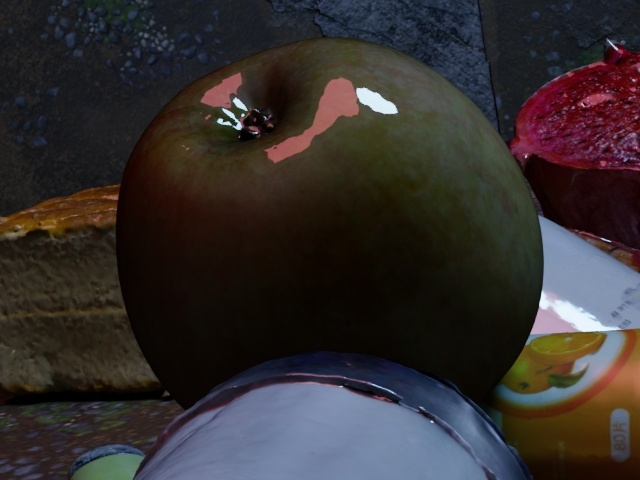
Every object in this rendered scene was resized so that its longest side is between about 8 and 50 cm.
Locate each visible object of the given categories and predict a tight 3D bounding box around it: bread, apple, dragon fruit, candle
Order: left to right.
[{"bbox_3d":[-0.202,0.044,1.822,0.279,0.207,0.279,-5,9,28],"label":"bread"},{"bbox_3d":[-0.017,0.189,0.729,0.221,0.221,0.342,-7,13,14],"label":"candle"},{"bbox_3d":[0.000,0.000,0.969,0.257,0.234,0.257,-20,33,14],"label":"apple"},{"bbox_3d":[0.400,-0.063,1.796,0.386,0.249,0.371,-14,25,-5],"label":"dragon fruit"}]

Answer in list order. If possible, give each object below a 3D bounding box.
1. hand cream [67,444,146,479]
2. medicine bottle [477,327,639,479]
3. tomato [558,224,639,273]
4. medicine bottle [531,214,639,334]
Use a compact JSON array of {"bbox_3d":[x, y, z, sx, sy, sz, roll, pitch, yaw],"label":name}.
[{"bbox_3d":[-0.161,0.207,1.293,0.095,0.046,0.175,-10,16,-13],"label":"hand cream"},{"bbox_3d":[0.139,0.139,1.045,0.318,0.158,0.158,-5,10,23],"label":"medicine bottle"},{"bbox_3d":[0.220,0.069,1.400,0.200,0.139,0.233,28,-12,-39],"label":"tomato"},{"bbox_3d":[0.180,0.065,1.219,0.296,0.111,0.161,33,37,26],"label":"medicine bottle"}]
